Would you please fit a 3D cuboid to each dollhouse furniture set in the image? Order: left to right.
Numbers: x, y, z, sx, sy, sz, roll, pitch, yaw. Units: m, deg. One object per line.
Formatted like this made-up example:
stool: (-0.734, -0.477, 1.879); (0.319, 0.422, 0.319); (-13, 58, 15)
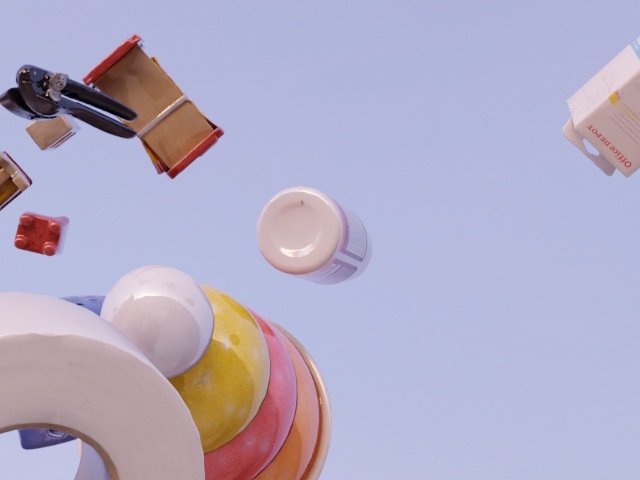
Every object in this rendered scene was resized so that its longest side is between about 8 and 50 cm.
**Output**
dollhouse furniture set: (-0.349, -0.121, 1.417); (0.374, 0.152, 0.201); (-41, -80, -3)

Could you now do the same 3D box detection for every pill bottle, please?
pill bottle: (0.000, 0.000, 1.323); (0.121, 0.121, 0.221); (-20, -13, 13)

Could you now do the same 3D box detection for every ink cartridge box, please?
ink cartridge box: (0.352, -0.151, 1.052); (0.092, 0.090, 0.143); (40, -63, -14)

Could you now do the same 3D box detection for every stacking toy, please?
stacking toy: (-0.159, 0.156, 1.112); (0.350, 0.351, 0.480); (-3, -29, -2)

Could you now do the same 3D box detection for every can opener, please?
can opener: (-0.294, -0.167, 1.127); (0.073, 0.059, 0.186); (-2, -8, 39)

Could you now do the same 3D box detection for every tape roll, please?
tape roll: (-0.235, 0.186, 0.692); (0.286, 0.100, 0.286); (-9, -71, -28)

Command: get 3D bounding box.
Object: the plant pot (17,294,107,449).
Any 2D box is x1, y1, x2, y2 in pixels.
plant pot: (-0.373, 0.209, 1.580); (0.212, 0.236, 0.236); (-7, -89, 13)
